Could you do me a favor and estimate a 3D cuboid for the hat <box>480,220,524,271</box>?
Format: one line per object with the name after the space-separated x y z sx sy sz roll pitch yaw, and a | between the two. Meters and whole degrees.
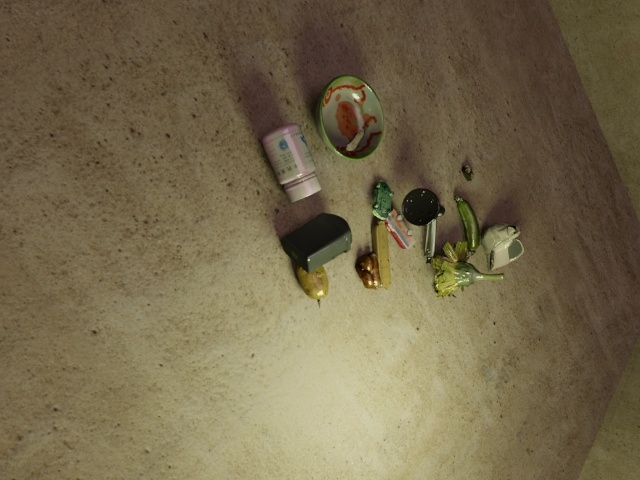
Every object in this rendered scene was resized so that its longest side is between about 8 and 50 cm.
0.907 0.033 2.057 0.231 0.161 0.275 -18 120 -20 | hat

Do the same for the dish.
0.096 -0.478 1.612 0.323 0.124 0.325 -2 94 -35 | dish

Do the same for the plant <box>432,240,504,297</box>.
0.643 0.170 1.839 0.296 0.261 0.306 31 42 18 | plant

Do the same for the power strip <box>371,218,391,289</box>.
0.258 0.057 1.716 0.064 0.044 0.306 -4 90 -31 | power strip

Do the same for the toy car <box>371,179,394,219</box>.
0.261 -0.172 1.722 0.093 0.058 0.186 25 55 -24 | toy car

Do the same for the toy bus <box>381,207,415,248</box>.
0.339 -0.050 1.759 0.077 0.065 0.192 -45 109 -18 | toy bus

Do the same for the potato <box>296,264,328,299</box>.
-0.029 0.137 1.503 0.107 0.080 0.171 -16 90 0 | potato

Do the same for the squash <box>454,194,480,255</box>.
0.738 -0.081 1.998 0.080 0.071 0.319 -21 98 -30 | squash

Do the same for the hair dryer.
0.487 -0.054 1.753 0.320 0.155 0.285 14 67 -57 | hair dryer

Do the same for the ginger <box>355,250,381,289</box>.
0.193 0.125 1.656 0.103 0.073 0.162 0 80 -45 | ginger

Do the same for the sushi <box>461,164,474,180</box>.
0.752 -0.346 2.040 0.046 0.044 0.083 -41 109 -26 | sushi

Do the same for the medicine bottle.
-0.100 -0.278 1.456 0.151 0.152 0.255 -28 99 -30 | medicine bottle

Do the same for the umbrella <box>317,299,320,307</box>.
-0.011 0.190 1.556 0.022 0.022 0.149 -14 95 11 | umbrella

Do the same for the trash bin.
0.000 0.000 1.483 0.236 0.176 0.101 -31 140 -26 | trash bin
